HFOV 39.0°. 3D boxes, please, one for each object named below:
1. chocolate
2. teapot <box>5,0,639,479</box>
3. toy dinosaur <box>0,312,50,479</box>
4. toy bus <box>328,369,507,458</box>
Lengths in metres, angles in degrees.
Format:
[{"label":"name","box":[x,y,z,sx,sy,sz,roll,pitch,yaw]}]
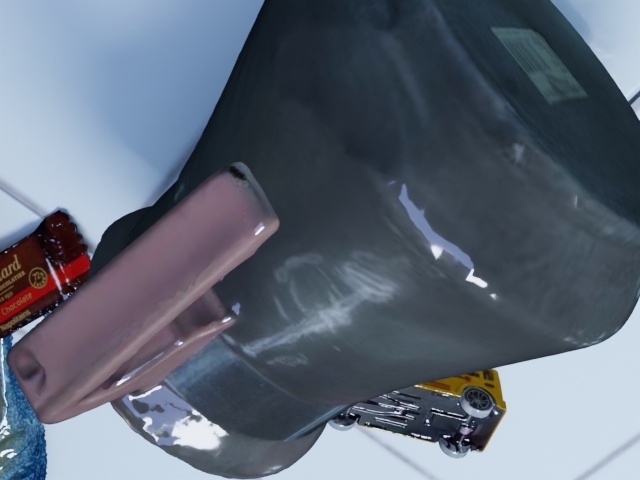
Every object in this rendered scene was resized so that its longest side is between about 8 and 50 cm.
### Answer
[{"label":"chocolate","box":[-0.279,0.046,0.815,0.182,0.028,0.086,-32,85,14]},{"label":"teapot","box":[0.000,0.000,0.595,0.362,0.376,0.306,-41,78,31]},{"label":"toy dinosaur","box":[-0.323,0.221,0.900,0.147,0.076,0.363,-13,121,-26]},{"label":"toy bus","box":[0.080,0.137,0.816,0.162,0.074,0.070,15,127,-6]}]
